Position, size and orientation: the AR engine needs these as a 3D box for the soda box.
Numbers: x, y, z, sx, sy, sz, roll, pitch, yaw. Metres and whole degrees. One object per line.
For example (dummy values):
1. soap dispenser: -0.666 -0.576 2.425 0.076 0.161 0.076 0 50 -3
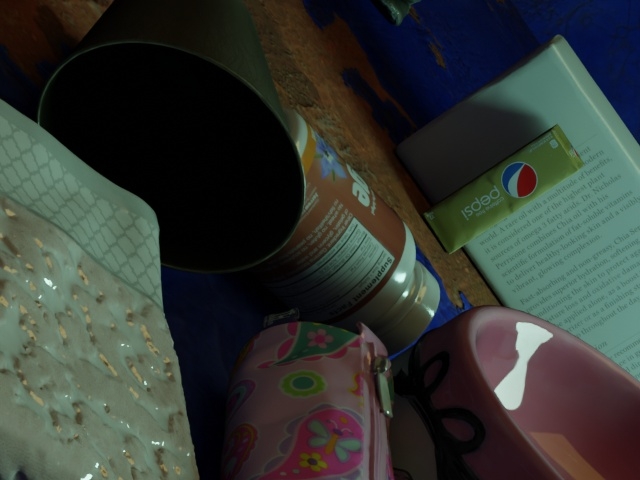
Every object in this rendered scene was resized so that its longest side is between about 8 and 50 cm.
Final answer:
1. soda box: 0.209 -0.058 1.869 0.058 0.181 0.061 56 18 0

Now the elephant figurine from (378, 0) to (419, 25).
1. elephant figurine: 0.127 -0.392 2.328 0.239 0.169 0.186 56 39 -55

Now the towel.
1. towel: -0.193 0.018 0.934 0.332 0.053 0.317 40 24 -38

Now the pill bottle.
1. pill bottle: 0.000 0.000 1.339 0.216 0.121 0.121 44 21 -31

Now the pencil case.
1. pencil case: -0.003 0.162 1.050 0.124 0.124 0.284 47 20 -23

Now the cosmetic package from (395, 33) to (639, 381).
1. cosmetic package: 0.320 0.002 1.976 0.453 0.230 0.161 56 17 -2

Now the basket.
1. basket: -0.109 -0.107 1.219 0.204 0.154 0.227 38 19 -21

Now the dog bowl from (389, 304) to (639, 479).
1. dog bowl: 0.196 0.214 1.250 0.408 0.150 0.408 34 19 -13
